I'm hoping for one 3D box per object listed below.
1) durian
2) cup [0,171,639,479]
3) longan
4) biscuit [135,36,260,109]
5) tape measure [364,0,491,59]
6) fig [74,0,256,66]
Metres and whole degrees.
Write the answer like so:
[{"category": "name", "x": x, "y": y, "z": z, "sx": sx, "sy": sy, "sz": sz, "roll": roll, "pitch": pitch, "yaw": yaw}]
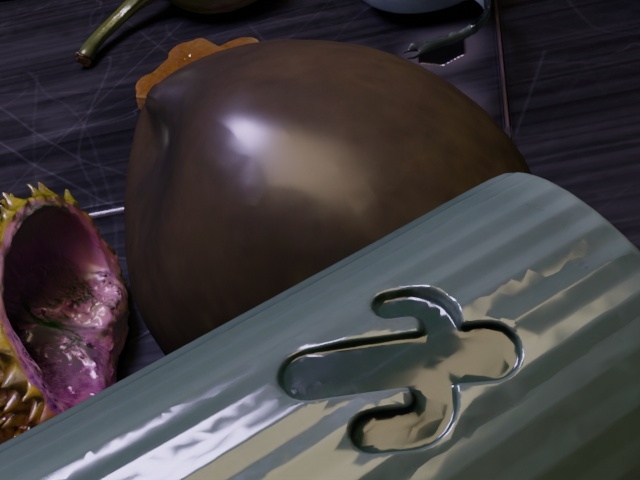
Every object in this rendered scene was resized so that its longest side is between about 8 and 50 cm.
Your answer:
[{"category": "durian", "x": -0.225, "y": 0.064, "z": 1.227, "sx": 0.154, "sy": 0.186, "sz": 0.260, "roll": -8, "pitch": 25, "yaw": 3}, {"category": "cup", "x": 0.029, "y": 0.212, "z": 0.831, "sx": 0.392, "sy": 0.401, "sz": 0.310, "roll": -33, "pitch": 10, "yaw": -10}, {"category": "longan", "x": 0.000, "y": 0.000, "z": 1.116, "sx": 0.288, "sy": 0.288, "sz": 0.350, "roll": -32, "pitch": 30, "yaw": -18}, {"category": "biscuit", "x": -0.085, "y": -0.142, "z": 1.524, "sx": 0.184, "sy": 0.027, "sz": 0.133, "roll": 6, "pitch": 42, "yaw": 26}, {"category": "tape measure", "x": 0.085, "y": -0.221, "z": 1.503, "sx": 0.164, "sy": 0.084, "sz": 0.330, "roll": -5, "pitch": 38, "yaw": 21}, {"category": "fig", "x": -0.150, "y": -0.261, "z": 1.656, "sx": 0.245, "sy": 0.149, "sz": 0.149, "roll": -38, "pitch": 37, "yaw": 6}]
